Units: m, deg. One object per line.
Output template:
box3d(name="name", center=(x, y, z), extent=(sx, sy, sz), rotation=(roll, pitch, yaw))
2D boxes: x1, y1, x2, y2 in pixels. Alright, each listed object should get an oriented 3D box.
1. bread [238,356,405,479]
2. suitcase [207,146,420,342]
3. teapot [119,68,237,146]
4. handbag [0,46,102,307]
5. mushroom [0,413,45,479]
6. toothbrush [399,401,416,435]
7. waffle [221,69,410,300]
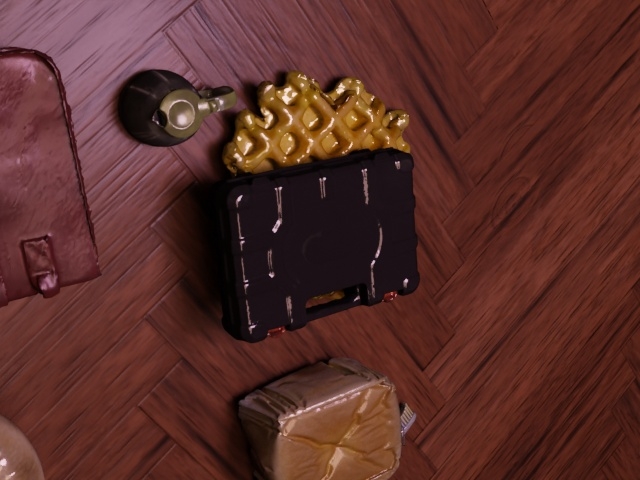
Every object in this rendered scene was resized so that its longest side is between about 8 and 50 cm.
box3d(name="bread", center=(0.000, 0.272, 1.261), extent=(0.210, 0.110, 0.192), rotation=(-21, 115, -24))
box3d(name="suitcase", center=(0.000, 0.000, 1.149), extent=(0.286, 0.066, 0.206), rotation=(-15, 108, -32))
box3d(name="teapot", center=(-0.165, -0.162, 1.058), extent=(0.124, 0.091, 0.092), rotation=(-47, 123, -14))
box3d(name="handbag", center=(-0.380, -0.052, 0.953), extent=(0.260, 0.084, 0.275), rotation=(-20, 113, -28))
box3d(name="mushroom", center=(-0.414, 0.281, 0.923), extent=(0.260, 0.234, 0.254), rotation=(-36, 115, -20))
box3d(name="toothbrush", center=(0.009, 0.379, 1.346), extent=(0.375, 0.028, 0.037), rotation=(-42, 115, -18))
box3d(name="waffle", center=(0.002, -0.071, 1.209), extent=(0.312, 0.060, 0.307), rotation=(10, 94, -34))
